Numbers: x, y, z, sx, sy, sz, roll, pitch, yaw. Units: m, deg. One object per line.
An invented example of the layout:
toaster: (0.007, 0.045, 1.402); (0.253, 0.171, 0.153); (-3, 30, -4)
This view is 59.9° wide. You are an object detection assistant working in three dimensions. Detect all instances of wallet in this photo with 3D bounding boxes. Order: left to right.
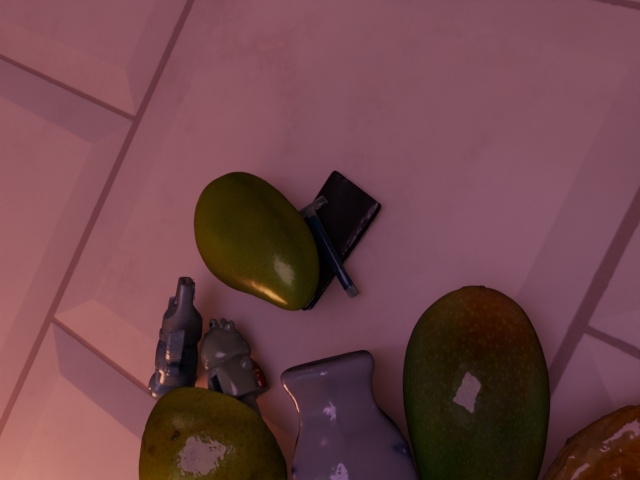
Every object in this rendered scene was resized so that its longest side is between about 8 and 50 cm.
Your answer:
wallet: (0.000, 0.000, 1.031); (0.124, 0.025, 0.244); (39, 102, 25)

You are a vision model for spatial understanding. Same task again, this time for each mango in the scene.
mango: (-0.114, 0.005, 0.980); (0.343, 0.156, 0.192); (44, 109, 45)
mango: (0.217, 0.254, 0.790); (0.201, 0.225, 0.382); (3, 85, 20)

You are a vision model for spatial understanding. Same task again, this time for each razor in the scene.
razor: (0.015, 0.015, 0.985); (0.068, 0.037, 0.191); (-32, 71, 18)

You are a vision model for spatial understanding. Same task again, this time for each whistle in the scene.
whistle: (-0.274, 0.198, 1.062); (0.093, 0.180, 0.269); (5, 104, -16)
whistle: (-0.156, 0.255, 1.020); (0.106, 0.102, 0.253); (-16, 64, -22)

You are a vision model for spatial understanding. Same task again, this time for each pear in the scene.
pear: (-0.177, 0.397, 0.941); (0.239, 0.139, 0.288); (-17, 93, 23)

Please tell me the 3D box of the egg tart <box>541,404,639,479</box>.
egg tart: (0.471, 0.391, 0.695); (0.388, 0.169, 0.388); (-5, 78, 25)

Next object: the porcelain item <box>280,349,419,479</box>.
porcelain item: (0.059, 0.380, 0.838); (0.178, 0.242, 0.405); (-15, 81, -1)
